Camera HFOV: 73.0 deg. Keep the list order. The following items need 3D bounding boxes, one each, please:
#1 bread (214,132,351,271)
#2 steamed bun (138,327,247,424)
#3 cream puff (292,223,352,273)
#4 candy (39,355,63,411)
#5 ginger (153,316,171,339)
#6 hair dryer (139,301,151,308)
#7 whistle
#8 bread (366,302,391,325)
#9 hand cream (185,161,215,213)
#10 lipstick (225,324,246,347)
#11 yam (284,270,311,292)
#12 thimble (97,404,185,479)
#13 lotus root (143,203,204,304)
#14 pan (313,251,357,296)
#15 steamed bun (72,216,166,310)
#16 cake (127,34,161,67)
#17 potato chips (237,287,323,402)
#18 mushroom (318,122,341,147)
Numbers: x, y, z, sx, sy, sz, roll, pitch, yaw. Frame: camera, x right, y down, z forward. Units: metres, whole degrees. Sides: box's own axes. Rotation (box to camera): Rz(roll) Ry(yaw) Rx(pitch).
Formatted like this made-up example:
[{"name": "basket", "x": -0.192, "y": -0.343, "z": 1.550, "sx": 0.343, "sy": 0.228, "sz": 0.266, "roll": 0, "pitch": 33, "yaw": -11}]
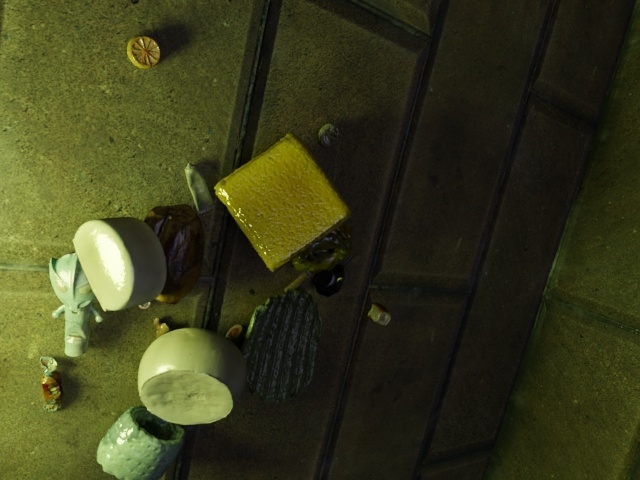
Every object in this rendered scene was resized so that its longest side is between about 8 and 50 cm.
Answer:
[{"name": "bread", "x": -0.114, "y": -0.120, "z": 1.345, "sx": 0.324, "sy": 0.143, "sz": 0.332, "roll": -34, "pitch": 91, "yaw": -9}, {"name": "steamed bun", "x": -0.390, "y": 0.408, "z": 1.343, "sx": 0.325, "sy": 0.206, "sz": 0.324, "roll": -1, "pitch": 124, "yaw": -2}, {"name": "cream puff", "x": 0.001, "y": 0.001, "z": 1.511, "sx": 0.282, "sy": 0.185, "sz": 0.281, "roll": -9, "pitch": 107, "yaw": -32}, {"name": "candy", "x": -0.769, "y": 0.415, "z": 1.234, "sx": 0.053, "sy": 0.046, "sz": 0.181, "roll": -6, "pitch": 110, "yaw": -29}, {"name": "ginger", "x": -0.500, "y": 0.284, "z": 1.374, "sx": 0.048, "sy": 0.030, "sz": 0.096, "roll": -2, "pitch": 110, "yaw": -3}, {"name": "hair dryer", "x": -0.539, "y": 0.146, "z": 1.295, "sx": 0.037, "sy": 0.063, "sz": 0.114, "roll": -14, "pitch": 96, "yaw": -27}, {"name": "whistle", "x": -0.661, "y": 0.159, "z": 1.188, "sx": 0.142, "sy": 0.134, "sz": 0.345, "roll": -1, "pitch": 114, "yaw": -35}, {"name": "bread", "x": 0.251, "y": 0.314, "z": 1.832, "sx": 0.083, "sy": 0.070, "sz": 0.076, "roll": 29, "pitch": 89, "yaw": -38}, {"name": "hand cream", "x": -0.373, "y": -0.161, "z": 1.322, "sx": 0.057, "sy": 0.037, "sz": 0.165, "roll": -28, "pitch": 125, "yaw": -23}, {"name": "lipstick", "x": -0.237, "y": 0.406, "z": 1.552, "sx": 0.070, "sy": 0.070, "sz": 0.254, "roll": -43, "pitch": 122, "yaw": -14}, {"name": "yam", "x": -0.081, "y": 0.150, "z": 1.546, "sx": 0.032, "sy": 0.145, "sz": 0.032, "roll": 21, "pitch": 49, "yaw": -26}, {"name": "thimble", "x": -0.550, "y": 0.638, "z": 1.344, "sx": 0.171, "sy": 0.205, "sz": 0.250, "roll": -54, "pitch": 142, "yaw": -7}, {"name": "lotus root", "x": -0.441, "y": 0.043, "z": 1.251, "sx": 0.193, "sy": 0.193, "sz": 0.290, "roll": 1, "pitch": 107, "yaw": -33}, {"name": "pan", "x": 0.058, "y": 0.131, "z": 1.667, "sx": 0.202, "sy": 0.048, "sz": 0.128, "roll": -25, "pitch": 118, "yaw": -22}, {"name": "steamed bun", "x": -0.502, "y": 0.049, "z": 1.113, "sx": 0.241, "sy": 0.164, "sz": 0.146, "roll": 64, "pitch": 23, "yaw": 4}, {"name": "cake", "x": -0.466, "y": -0.500, "z": 1.146, "sx": 0.084, "sy": 0.044, "sz": 0.083, "roll": -10, "pitch": 110, "yaw": -28}, {"name": "potato chips", "x": -0.137, "y": 0.380, "z": 1.534, "sx": 0.359, "sy": 0.070, "sz": 0.428, "roll": 8, "pitch": 96, "yaw": -42}, {"name": "mushroom", "x": 0.039, "y": -0.360, "z": 1.486, "sx": 0.085, "sy": 0.079, "sz": 0.085, "roll": -12, "pitch": 112, "yaw": -32}]
